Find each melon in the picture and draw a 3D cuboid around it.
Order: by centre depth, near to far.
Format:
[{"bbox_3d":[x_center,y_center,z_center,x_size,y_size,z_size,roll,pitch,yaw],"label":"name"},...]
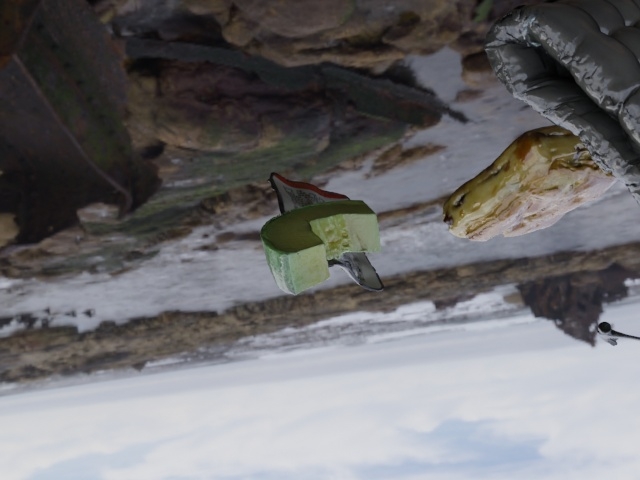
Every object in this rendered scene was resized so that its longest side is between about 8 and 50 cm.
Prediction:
[{"bbox_3d":[0.000,0.000,0.863,0.210,0.064,0.118,-21,-154,-40],"label":"melon"}]

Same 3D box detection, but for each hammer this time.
[{"bbox_3d":[0.539,0.163,1.072,0.201,0.021,0.078,10,162,25],"label":"hammer"}]

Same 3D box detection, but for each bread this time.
[{"bbox_3d":[0.309,-0.076,0.970,0.235,0.099,0.210,-13,160,-39],"label":"bread"}]

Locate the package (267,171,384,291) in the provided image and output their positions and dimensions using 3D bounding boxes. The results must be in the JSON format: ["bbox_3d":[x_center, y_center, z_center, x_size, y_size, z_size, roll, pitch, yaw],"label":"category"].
[{"bbox_3d":[0.006,-0.013,1.055,0.166,0.232,0.040,18,122,-30],"label":"package"}]

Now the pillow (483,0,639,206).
[{"bbox_3d":[0.327,-0.115,0.652,0.228,0.326,0.101,-26,164,-36],"label":"pillow"}]
